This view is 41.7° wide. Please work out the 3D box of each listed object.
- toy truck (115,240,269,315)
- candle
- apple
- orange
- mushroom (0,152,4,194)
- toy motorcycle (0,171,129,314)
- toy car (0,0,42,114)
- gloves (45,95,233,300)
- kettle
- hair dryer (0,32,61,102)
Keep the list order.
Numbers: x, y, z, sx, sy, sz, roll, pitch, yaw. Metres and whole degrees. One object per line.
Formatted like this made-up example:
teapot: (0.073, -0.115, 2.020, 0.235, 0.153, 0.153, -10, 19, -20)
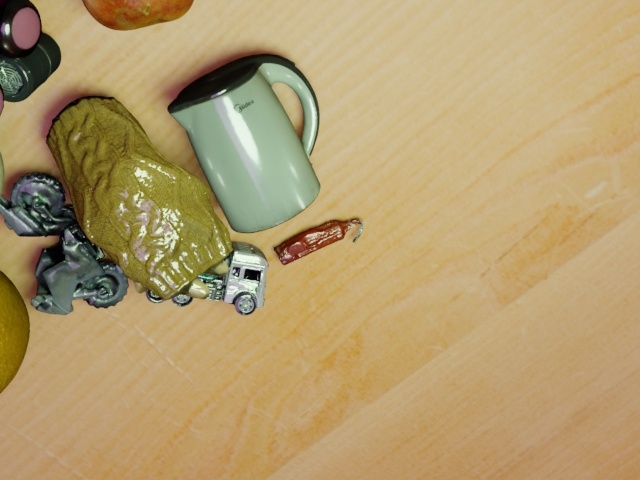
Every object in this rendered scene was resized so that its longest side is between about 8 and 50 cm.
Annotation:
toy truck: (-0.213, 0.045, 1.411, 0.254, 0.114, 0.124, 9, 103, -14)
candle: (0.000, 0.000, 1.454, 0.162, 0.048, 0.053, -24, 147, 1)
apple: (-0.255, -0.371, 1.174, 0.164, 0.163, 0.139, -13, 103, -3)
orange: (-0.594, 0.150, 1.313, 0.274, 0.274, 0.274, -4, 116, -7)
mushroom: (-0.579, -0.104, 1.232, 0.204, 0.204, 0.204, -4, 116, -7)
toy motorcycle: (-0.435, 0.022, 1.366, 0.159, 0.106, 0.270, -31, 121, 0)
toy car: (-0.538, -0.286, 1.056, 0.271, 0.240, 0.340, 14, 76, 19)
gloves: (-0.281, -0.052, 1.261, 0.203, 0.155, 0.356, -42, 87, 24)
kettle: (-0.096, -0.166, 1.308, 0.221, 0.161, 0.236, -33, 115, -15)
hair dryer: (-0.494, -0.228, 1.238, 0.219, 0.124, 0.071, -20, 116, 19)
